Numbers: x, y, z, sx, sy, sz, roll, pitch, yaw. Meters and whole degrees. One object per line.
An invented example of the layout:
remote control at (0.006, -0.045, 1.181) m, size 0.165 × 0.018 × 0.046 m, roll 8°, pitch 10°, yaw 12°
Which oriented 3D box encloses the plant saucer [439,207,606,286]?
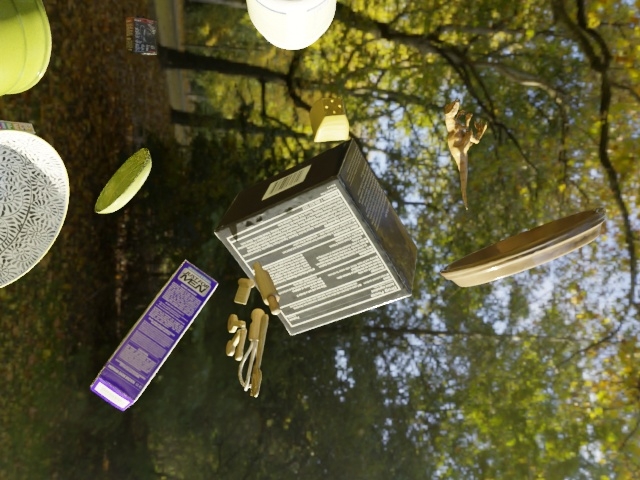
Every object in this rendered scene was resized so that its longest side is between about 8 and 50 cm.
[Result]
plant saucer at (0.331, 0.015, 1.056) m, size 0.278 × 0.278 × 0.041 m, roll 152°, pitch -84°, yaw -78°

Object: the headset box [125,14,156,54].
headset box at (-0.403, -0.463, 1.449) m, size 0.032 × 0.062 × 0.083 m, roll 9°, pitch -77°, yaw 39°

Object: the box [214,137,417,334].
box at (0.000, 0.000, 1.326) m, size 0.294 × 0.296 × 0.182 m, roll 57°, pitch 27°, yaw -22°

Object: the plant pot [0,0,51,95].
plant pot at (-0.857, -0.447, 1.397) m, size 0.353 × 0.367 × 0.366 m, roll -57°, pitch 159°, yaw -55°

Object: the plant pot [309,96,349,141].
plant pot at (0.023, -0.284, 1.474) m, size 0.083 × 0.082 × 0.081 m, roll 106°, pitch -24°, yaw -67°

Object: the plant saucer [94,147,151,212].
plant saucer at (-0.578, -0.170, 1.916) m, size 0.241 × 0.037 × 0.241 m, roll -34°, pitch -147°, yaw 26°

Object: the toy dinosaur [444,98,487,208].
toy dinosaur at (0.277, -0.183, 1.272) m, size 0.064 × 0.112 × 0.211 m, roll 11°, pitch -51°, yaw 47°

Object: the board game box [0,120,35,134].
board game box at (-0.653, -0.181, 1.287) m, size 0.154 × 0.103 × 0.026 m, roll -39°, pitch -111°, yaw 33°

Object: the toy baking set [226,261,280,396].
toy baking set at (-0.121, 0.163, 1.197) m, size 0.256 × 0.030 × 0.196 m, roll 51°, pitch -55°, yaw 58°

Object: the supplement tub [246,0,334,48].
supplement tub at (-0.074, -0.636, 1.628) m, size 0.325 × 0.236 × 0.235 m, roll 121°, pitch -30°, yaw -86°

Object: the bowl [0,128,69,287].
bowl at (-0.343, -0.039, 0.633) m, size 0.170 × 0.080 × 0.170 m, roll -49°, pitch 152°, yaw -38°

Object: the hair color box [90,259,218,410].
hair color box at (-0.397, 0.225, 1.540) m, size 0.338 × 0.110 × 0.185 m, roll -56°, pitch -171°, yaw -31°
